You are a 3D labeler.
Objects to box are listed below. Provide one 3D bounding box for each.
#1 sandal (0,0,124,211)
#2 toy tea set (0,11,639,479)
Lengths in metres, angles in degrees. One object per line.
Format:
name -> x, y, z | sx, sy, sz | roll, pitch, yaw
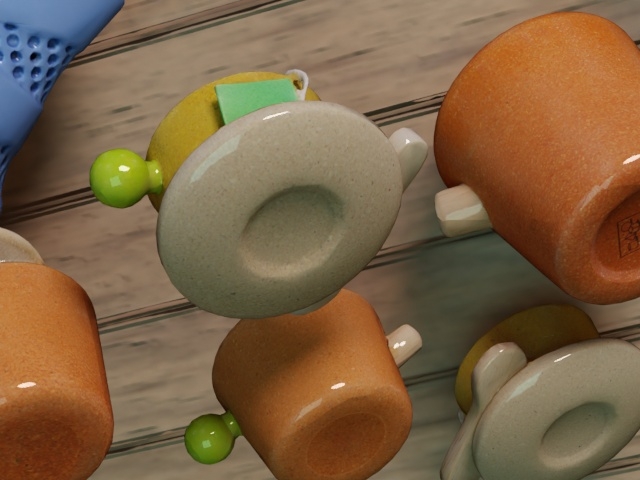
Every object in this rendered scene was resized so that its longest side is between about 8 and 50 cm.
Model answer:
sandal -> -0.143, -0.096, 0.567 | 0.138, 0.126, 0.317 | 0, 93, -3
toy tea set -> 0.000, 0.000, 0.560 | 0.336, 0.124, 0.200 | 2, 126, -29
